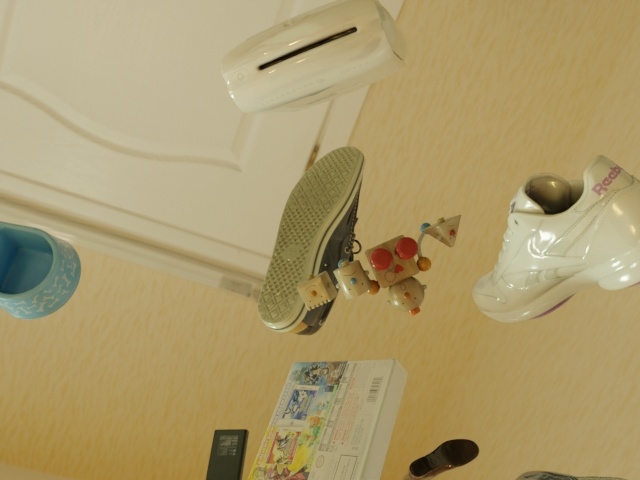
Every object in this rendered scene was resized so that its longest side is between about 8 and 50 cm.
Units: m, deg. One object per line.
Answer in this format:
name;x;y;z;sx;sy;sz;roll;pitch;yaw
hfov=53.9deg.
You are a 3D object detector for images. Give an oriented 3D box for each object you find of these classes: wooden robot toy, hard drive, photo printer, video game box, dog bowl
wooden robot toy;0.070;0.041;0.612;0.076;0.173;0.079;-63;-52;-88
hard drive;-0.241;0.559;1.633;0.094;0.022;0.135;-5;-128;14
photo printer;0.000;-0.277;0.969;0.256;0.107;0.307;-18;-173;14
video game box;0.009;0.260;0.857;0.187;0.205;0.048;-8;135;37
dog bowl;-0.589;0.039;1.134;0.297;0.165;0.074;11;156;5

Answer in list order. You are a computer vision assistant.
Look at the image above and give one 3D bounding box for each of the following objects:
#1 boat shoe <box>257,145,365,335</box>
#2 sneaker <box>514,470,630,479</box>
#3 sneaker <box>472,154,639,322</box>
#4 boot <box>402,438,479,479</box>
boat shoe;0.000;0.000;1.535;0.187;0.500;0.156;3;156;39
sneaker;0.255;0.205;0.405;0.122;0.110;0.283;-31;-160;-34
sneaker;0.262;0.000;0.729;0.152;0.305;0.114;48;-120;1
boot;0.170;0.324;0.906;0.106;0.114;0.037;-15;-121;-5
